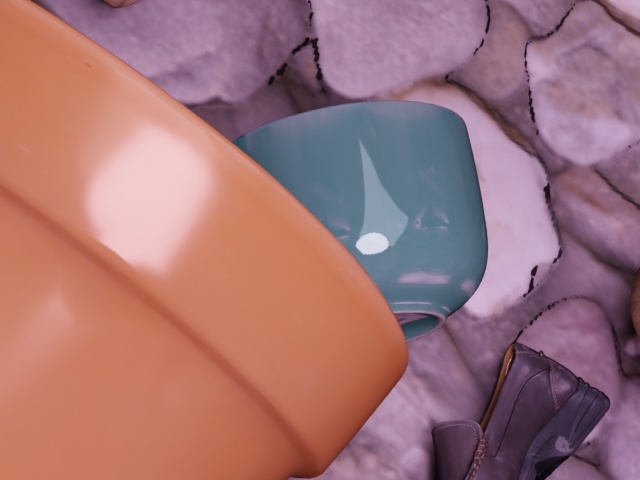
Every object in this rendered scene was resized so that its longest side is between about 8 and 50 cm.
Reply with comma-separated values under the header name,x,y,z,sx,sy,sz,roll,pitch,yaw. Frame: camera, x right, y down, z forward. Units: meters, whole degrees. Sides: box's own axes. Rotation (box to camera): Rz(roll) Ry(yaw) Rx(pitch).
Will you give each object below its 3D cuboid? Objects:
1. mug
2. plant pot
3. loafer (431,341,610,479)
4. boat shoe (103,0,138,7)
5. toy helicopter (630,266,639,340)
name,x,y,z,sx,sy,sz,roll,pitch,yaw
mug,0.004,0.002,0.875,0.157,0.129,0.097,-9,74,-3
plant pot,-0.140,0.048,0.720,0.291,0.291,0.203,38,76,-5
loafer,0.078,0.117,0.899,0.061,0.062,0.170,42,49,8
boat shoe,0.011,-0.221,0.981,0.341,0.121,0.110,-24,84,-19
toy helicopter,0.214,0.165,0.892,0.235,0.140,0.355,-7,73,-16
